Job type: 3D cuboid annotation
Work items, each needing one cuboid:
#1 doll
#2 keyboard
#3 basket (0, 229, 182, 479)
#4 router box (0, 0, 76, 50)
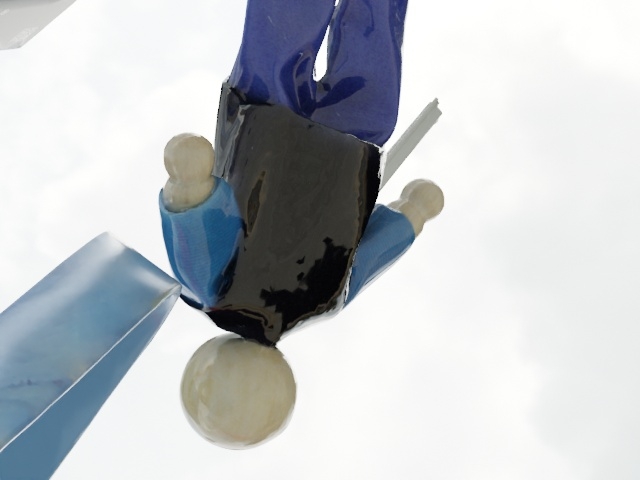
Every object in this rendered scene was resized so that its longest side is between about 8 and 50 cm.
[{"bbox_3d":[-0.004,-0.026,0.613,0.129,0.046,0.189,16,-93,-51],"label":"doll"},{"bbox_3d":[0.000,0.000,1.171,0.014,0.072,0.256,44,-134,-4],"label":"keyboard"},{"bbox_3d":[-0.146,0.133,0.431,0.201,0.289,0.255,34,-67,0],"label":"basket"},{"bbox_3d":[-0.294,-0.221,1.123,0.243,0.081,0.309,59,-153,8],"label":"router box"}]
